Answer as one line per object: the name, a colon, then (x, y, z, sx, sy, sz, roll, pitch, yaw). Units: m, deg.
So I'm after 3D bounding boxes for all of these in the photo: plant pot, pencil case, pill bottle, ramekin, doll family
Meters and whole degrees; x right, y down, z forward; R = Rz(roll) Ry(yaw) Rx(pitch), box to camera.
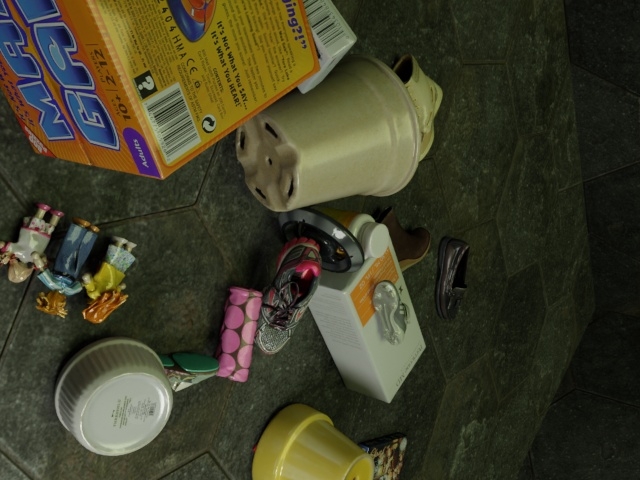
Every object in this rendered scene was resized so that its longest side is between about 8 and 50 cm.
plant pot: (-0.004, 0.574, 1.729, 0.254, 0.239, 0.254, -24, 121, -49)
pencil case: (-0.189, 0.205, 1.525, 0.095, 0.098, 0.209, 13, 89, -8)
pill bottle: (0.058, -0.016, 1.675, 0.117, 0.215, 0.117, -17, 112, -49)
ramekin: (-0.370, 0.291, 1.247, 0.207, 0.109, 0.207, -12, 112, -30)
plant pot: (-0.005, -0.212, 1.499, 0.305, 0.333, 0.334, -25, 119, -33)
doll family: (-0.413, 0.054, 1.170, 0.263, 0.118, 0.163, 34, 73, -51)

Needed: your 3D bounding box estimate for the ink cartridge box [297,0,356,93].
ink cartridge box: (-0.093, -0.427, 1.224, 0.071, 0.330, 0.324, -38, 96, -13)

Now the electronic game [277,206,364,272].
electronic game: (0.000, 0.000, 1.593, 0.048, 0.229, 0.229, -58, 138, -27)

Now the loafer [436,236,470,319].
loafer: (0.460, 0.139, 2.331, 0.109, 0.095, 0.303, -23, 117, -47)

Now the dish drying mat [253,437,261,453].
dish drying mat: (-0.142, 0.507, 1.731, 0.083, 0.008, 0.032, -50, 135, -31)

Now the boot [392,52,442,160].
boot: (0.254, -0.371, 1.930, 0.203, 0.095, 0.262, 33, 71, -51)

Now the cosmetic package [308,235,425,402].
cosmetic package: (0.125, 0.207, 1.868, 0.230, 0.161, 0.453, -50, 135, -31)

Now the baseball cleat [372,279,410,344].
baseball cleat: (0.185, 0.169, 1.759, 0.109, 0.072, 0.206, -54, 143, -48)

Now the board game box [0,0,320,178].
board game box: (-0.279, -0.352, 1.026, 0.356, 0.356, 0.357, -42, 130, -34)

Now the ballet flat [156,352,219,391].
ballet flat: (-0.311, 0.274, 1.409, 0.221, 0.077, 0.079, 14, 106, -48)

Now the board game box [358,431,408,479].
board game box: (0.190, 0.716, 2.184, 0.243, 0.042, 0.165, 7, 94, -53)

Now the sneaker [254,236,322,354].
sneaker: (-0.084, 0.139, 1.554, 0.120, 0.112, 0.299, 13, 116, -17)

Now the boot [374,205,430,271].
boot: (0.235, -0.017, 2.005, 0.248, 0.090, 0.207, -44, 133, -32)
